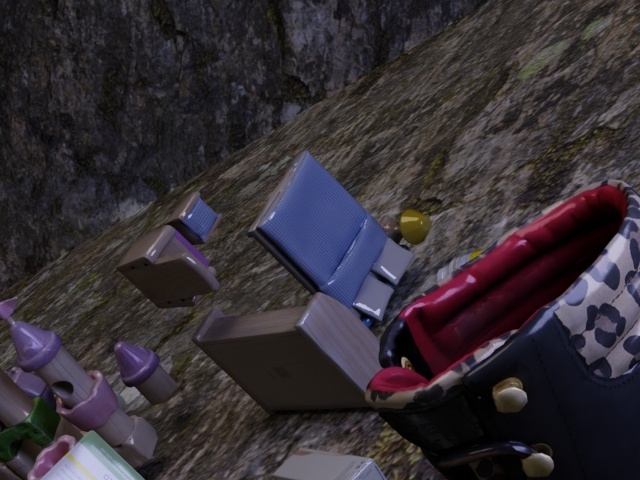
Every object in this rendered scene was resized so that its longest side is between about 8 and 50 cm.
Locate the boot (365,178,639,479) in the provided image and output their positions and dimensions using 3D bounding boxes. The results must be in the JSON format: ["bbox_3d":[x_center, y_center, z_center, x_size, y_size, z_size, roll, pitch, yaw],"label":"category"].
[{"bbox_3d":[0.110,0.175,0.582,0.377,0.284,0.138,-39,17,-22],"label":"boot"}]

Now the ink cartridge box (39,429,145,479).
[{"bbox_3d":[-0.226,0.309,1.023,0.235,0.171,0.056,-45,-1,-37],"label":"ink cartridge box"}]

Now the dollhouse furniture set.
[{"bbox_3d":[0.000,0.000,1.282,0.198,0.286,0.303,-13,37,50],"label":"dollhouse furniture set"}]

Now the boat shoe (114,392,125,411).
[{"bbox_3d":[-0.325,0.256,1.581,0.137,0.049,0.043,-43,17,-17],"label":"boat shoe"}]

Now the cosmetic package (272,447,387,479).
[{"bbox_3d":[0.014,0.221,1.029,0.041,0.060,0.115,-41,20,-29],"label":"cosmetic package"}]

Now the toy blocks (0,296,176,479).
[{"bbox_3d":[-0.365,0.193,1.373,0.289,0.260,0.309,-25,28,26],"label":"toy blocks"}]

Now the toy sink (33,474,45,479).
[{"bbox_3d":[-0.303,0.348,1.126,0.153,0.131,0.234,-26,18,24],"label":"toy sink"}]

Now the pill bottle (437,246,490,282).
[{"bbox_3d":[0.172,0.035,1.292,0.083,0.043,0.043,-20,21,39],"label":"pill bottle"}]
